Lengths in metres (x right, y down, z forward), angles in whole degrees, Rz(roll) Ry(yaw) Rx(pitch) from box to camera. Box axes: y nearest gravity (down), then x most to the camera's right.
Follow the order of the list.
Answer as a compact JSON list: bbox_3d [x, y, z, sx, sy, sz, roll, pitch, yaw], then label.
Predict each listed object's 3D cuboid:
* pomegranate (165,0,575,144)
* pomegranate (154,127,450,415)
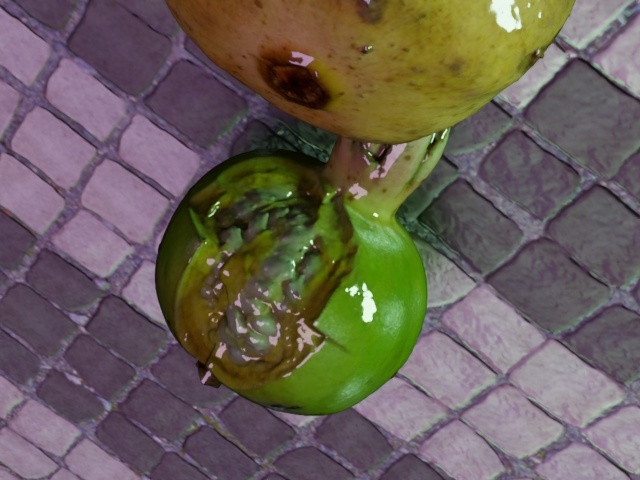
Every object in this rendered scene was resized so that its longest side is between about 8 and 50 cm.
[{"bbox_3d":[0.030,-0.202,0.974,0.281,0.281,0.281,16,135,16],"label":"pomegranate"},{"bbox_3d":[0.000,0.000,1.236,0.236,0.236,0.302,34,104,-3],"label":"pomegranate"}]
